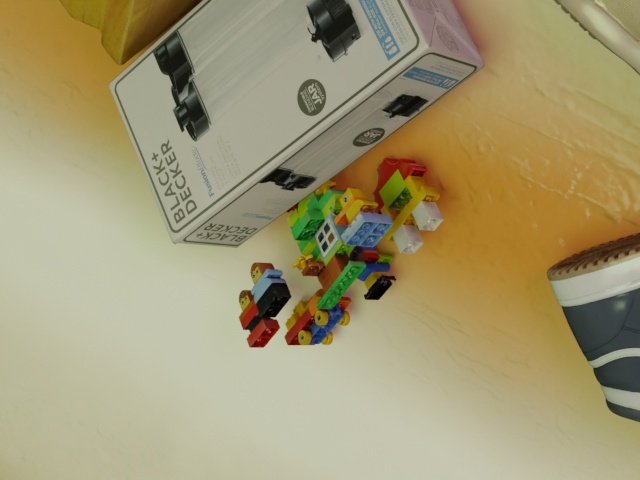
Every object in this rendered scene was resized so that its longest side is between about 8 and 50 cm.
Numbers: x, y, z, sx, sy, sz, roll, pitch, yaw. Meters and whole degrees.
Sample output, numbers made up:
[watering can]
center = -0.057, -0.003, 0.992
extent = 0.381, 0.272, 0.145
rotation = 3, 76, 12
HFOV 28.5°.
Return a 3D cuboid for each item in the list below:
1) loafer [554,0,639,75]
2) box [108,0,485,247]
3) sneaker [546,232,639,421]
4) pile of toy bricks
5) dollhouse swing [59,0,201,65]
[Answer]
[loafer]
center = 0.280, -0.140, 0.904
extent = 0.268, 0.102, 0.092
rotation = 42, 125, 9
[box]
center = -0.029, -0.134, 1.034
extent = 0.290, 0.087, 0.169
rotation = -34, 70, 31
[sneaker]
center = 0.322, 0.056, 0.946
extent = 0.282, 0.099, 0.153
rotation = -17, 95, 35
[pile of toy bricks]
center = 0.000, 0.000, 1.093
extent = 0.212, 0.118, 0.105
rotation = -51, 49, 38
[dollhouse swing]
center = -0.142, -0.407, 1.046
extent = 0.347, 0.305, 0.315
rotation = 51, 161, 3
